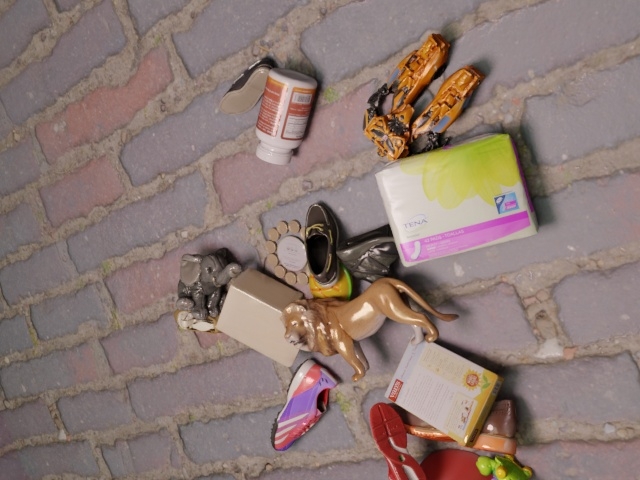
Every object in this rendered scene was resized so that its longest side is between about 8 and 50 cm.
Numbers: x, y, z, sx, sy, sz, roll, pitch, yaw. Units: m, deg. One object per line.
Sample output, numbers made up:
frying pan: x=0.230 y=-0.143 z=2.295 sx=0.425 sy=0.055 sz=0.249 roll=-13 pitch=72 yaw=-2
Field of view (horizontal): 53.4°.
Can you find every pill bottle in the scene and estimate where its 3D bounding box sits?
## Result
pill bottle: x=-0.091 y=-0.302 z=1.563 sx=0.121 sy=0.121 sz=0.216 roll=29 pitch=117 yaw=23

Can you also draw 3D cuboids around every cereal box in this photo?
cereal box: x=0.281 y=0.340 z=1.474 sx=0.240 sy=0.047 sz=0.172 roll=25 pitch=88 yaw=43

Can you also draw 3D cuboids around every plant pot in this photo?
plant pot: x=0.306 y=0.676 z=1.510 sx=0.275 sy=0.243 sz=0.274 roll=10 pitch=109 yaw=31

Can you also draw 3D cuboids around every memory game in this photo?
memory game: x=-0.073 y=0.034 z=1.713 sx=0.186 sy=0.012 sz=0.186 roll=9 pitch=109 yaw=30

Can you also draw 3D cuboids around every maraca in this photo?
maraca: x=0.024 y=0.125 z=1.624 sx=0.127 sy=0.099 sz=0.185 roll=27 pitch=124 yaw=32

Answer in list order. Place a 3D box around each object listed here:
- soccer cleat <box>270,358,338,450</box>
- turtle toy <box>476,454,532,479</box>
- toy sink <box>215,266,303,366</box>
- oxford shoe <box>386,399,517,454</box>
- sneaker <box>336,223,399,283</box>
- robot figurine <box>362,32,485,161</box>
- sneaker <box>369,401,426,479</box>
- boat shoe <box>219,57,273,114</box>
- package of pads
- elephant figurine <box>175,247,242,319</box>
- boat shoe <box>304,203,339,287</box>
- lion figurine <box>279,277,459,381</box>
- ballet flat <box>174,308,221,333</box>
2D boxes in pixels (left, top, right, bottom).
soccer cleat: x=-0.049 y=0.481 z=1.772 sx=0.117 sy=0.109 sz=0.318 roll=29 pitch=115 yaw=19
turtle toy: x=0.427 y=0.544 z=1.482 sx=0.130 sy=0.095 sz=0.066 roll=35 pitch=114 yaw=21
toy sink: x=-0.136 y=0.203 z=1.716 sx=0.234 sy=0.131 sz=0.152 roll=26 pitch=118 yaw=8
oxford shoe: x=0.304 y=0.419 z=1.537 sx=0.364 sy=0.130 sz=0.132 roll=-1 pitch=71 yaw=39
sneaker: x=0.164 y=0.034 z=1.522 sx=0.228 sy=0.087 sz=0.130 roll=-21 pitch=114 yaw=19
robot figurine: x=0.207 y=-0.292 z=1.395 sx=0.211 sy=0.085 sz=0.291 roll=47 pitch=123 yaw=14
sneaker: x=0.165 y=0.506 z=1.523 sx=0.128 sy=0.087 sz=0.221 roll=111 pitch=141 yaw=-61
boat shoe: x=-0.188 y=-0.397 z=1.649 sx=0.206 sy=0.075 sz=0.064 roll=-31 pitch=43 yaw=40
package of pads: x=0.284 y=-0.090 z=1.353 sx=0.297 sy=0.101 sz=0.229 roll=-16 pitch=95 yaw=18
elephant figurine: x=-0.312 y=0.092 z=1.803 sx=0.186 sy=0.169 sz=0.239 roll=26 pitch=121 yaw=2
boat shoe: x=0.000 y=0.000 z=1.564 sx=0.081 sy=0.068 sz=0.227 roll=-18 pitch=61 yaw=16
lion figurine: x=0.104 y=0.182 z=1.508 sx=0.392 sy=0.142 sz=0.240 roll=-33 pitch=85 yaw=18
ballet flat: x=-0.377 y=0.242 z=1.931 sx=0.233 sy=0.073 sz=0.080 roll=-1 pitch=103 yaw=33
